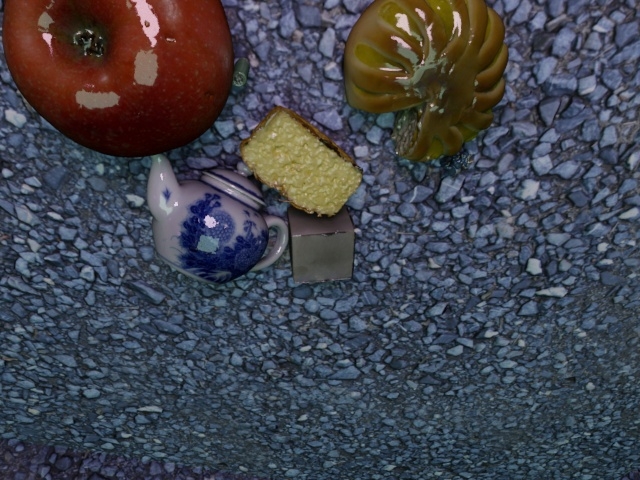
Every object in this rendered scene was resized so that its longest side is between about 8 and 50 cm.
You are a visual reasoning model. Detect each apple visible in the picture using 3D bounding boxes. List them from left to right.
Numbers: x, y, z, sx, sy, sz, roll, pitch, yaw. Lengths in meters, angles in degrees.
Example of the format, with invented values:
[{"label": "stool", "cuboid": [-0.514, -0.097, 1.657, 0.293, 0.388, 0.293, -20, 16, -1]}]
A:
[{"label": "apple", "cuboid": [-0.311, -0.304, 0.748, 0.348, 0.277, 0.348, 0, 108, 1]}]

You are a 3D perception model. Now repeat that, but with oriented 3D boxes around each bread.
[{"label": "bread", "cuboid": [-0.045, -0.173, 0.976, 0.260, 0.147, 0.160, 29, 114, -27]}, {"label": "bread", "cuboid": [0.202, -0.301, 0.861, 0.333, 0.160, 0.333, -2, 129, -2]}]

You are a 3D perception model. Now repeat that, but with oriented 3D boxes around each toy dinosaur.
[{"label": "toy dinosaur", "cuboid": [0.304, -0.169, 1.053, 0.083, 0.030, 0.047, -33, 121, 24]}]

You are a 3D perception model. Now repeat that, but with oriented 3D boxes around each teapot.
[{"label": "teapot", "cuboid": [-0.221, -0.054, 1.022, 0.424, 0.252, 0.280, 31, 86, -46]}]

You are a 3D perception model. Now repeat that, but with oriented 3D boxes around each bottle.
[{"label": "bottle", "cuboid": [-0.151, -0.321, 0.884, 0.030, 0.083, 0.030, -1, 130, -1]}]

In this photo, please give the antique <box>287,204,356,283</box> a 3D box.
[{"label": "antique", "cuboid": [0.000, 0.000, 1.106, 0.152, 0.148, 0.146, -5, 126, -8]}]
